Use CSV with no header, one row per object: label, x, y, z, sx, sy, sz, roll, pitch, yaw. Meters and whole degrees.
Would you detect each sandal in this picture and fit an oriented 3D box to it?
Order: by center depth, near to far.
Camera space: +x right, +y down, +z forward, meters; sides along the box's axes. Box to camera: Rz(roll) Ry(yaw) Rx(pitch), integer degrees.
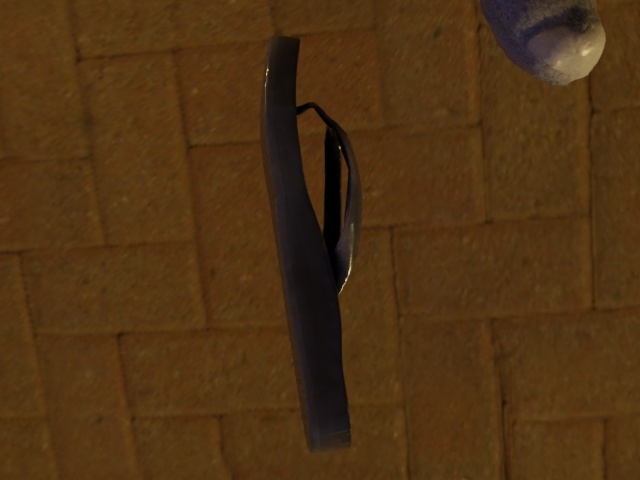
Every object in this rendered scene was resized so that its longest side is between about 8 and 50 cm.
sandal,0.000,0.000,0.702,0.054,0.097,0.254,-9,94,-5

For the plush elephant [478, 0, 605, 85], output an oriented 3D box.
plush elephant,0.139,-0.223,0.492,0.272,0.255,0.330,32,100,-25
